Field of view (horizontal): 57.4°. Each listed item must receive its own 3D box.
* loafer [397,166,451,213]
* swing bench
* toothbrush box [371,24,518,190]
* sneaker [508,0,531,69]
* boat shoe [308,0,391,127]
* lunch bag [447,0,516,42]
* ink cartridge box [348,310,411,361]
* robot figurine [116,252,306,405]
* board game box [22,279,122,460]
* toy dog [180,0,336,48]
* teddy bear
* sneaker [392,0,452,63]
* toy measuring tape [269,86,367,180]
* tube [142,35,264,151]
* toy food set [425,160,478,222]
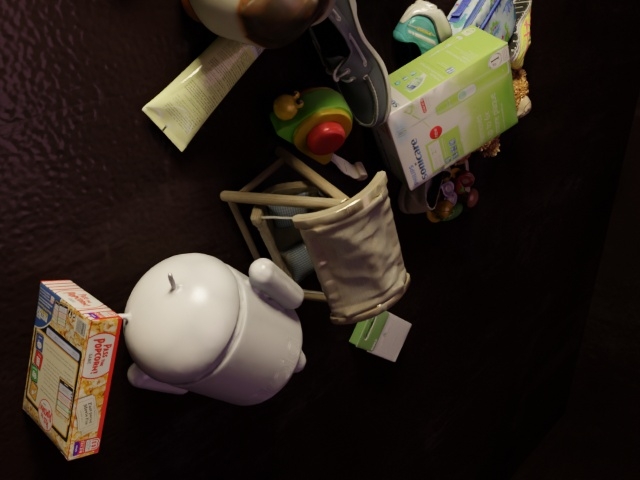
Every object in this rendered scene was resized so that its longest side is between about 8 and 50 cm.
[{"bbox_3d":[0.266,-0.185,1.375,0.102,0.092,0.268,6,102,-51],"label":"loafer"},{"bbox_3d":[0.000,0.000,1.016,0.165,0.254,0.253,-45,136,-27],"label":"swing bench"},{"bbox_3d":[0.251,-0.274,1.213,0.283,0.122,0.206,-31,135,-3],"label":"toothbrush box"},{"bbox_3d":[0.494,-0.527,1.475,0.094,0.081,0.208,25,78,-45],"label":"sneaker"},{"bbox_3d":[0.029,-0.321,1.011,0.099,0.116,0.319,-50,131,-32],"label":"boat shoe"},{"bbox_3d":[0.368,-0.493,1.358,0.219,0.090,0.176,-57,138,-16],"label":"lunch bag"},{"bbox_3d":[0.137,0.221,1.436,0.209,0.062,0.109,31,82,-51],"label":"ink cartridge box"},{"bbox_3d":[-0.164,0.145,0.933,0.300,0.200,0.353,-42,141,8],"label":"robot figurine"},{"bbox_3d":[-0.338,0.168,0.784,0.045,0.147,0.193,1,107,-50],"label":"board game box"},{"bbox_3d":[-0.051,-0.450,0.725,0.395,0.284,0.408,-22,128,-50],"label":"toy dog"},{"bbox_3d":[0.441,-0.319,1.506,0.338,0.113,0.245,-21,125,-43],"label":"teddy bear"},{"bbox_3d":[0.239,-0.393,1.265,0.110,0.107,0.275,-47,136,4],"label":"sneaker"},{"bbox_3d":[0.032,-0.196,1.072,0.330,0.121,0.121,21,90,-54],"label":"toy measuring tape"},{"bbox_3d":[-0.160,-0.252,0.876,0.070,0.062,0.240,38,78,-6],"label":"tube"},{"bbox_3d":[0.365,-0.121,1.538,0.218,0.071,0.128,-35,131,-35],"label":"toy food set"}]
